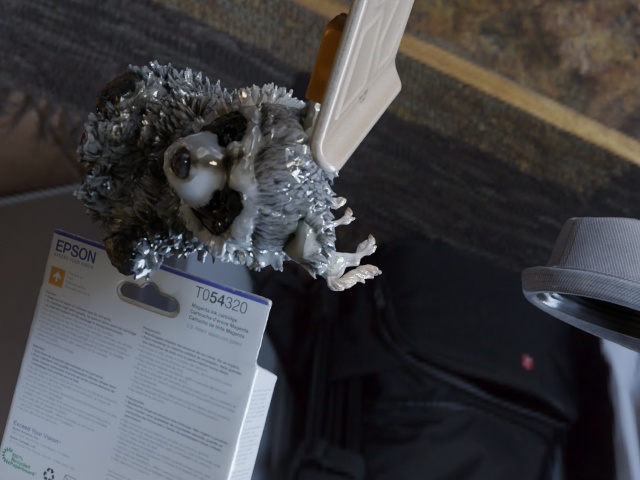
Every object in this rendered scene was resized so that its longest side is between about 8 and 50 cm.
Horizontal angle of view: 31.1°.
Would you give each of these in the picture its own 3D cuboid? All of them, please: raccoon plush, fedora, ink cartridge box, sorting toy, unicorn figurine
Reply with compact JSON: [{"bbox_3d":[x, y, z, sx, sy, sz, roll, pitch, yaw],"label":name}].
[{"bbox_3d":[-0.034,-0.092,1.200,0.299,0.446,0.216,4,109,31],"label":"raccoon plush"},{"bbox_3d":[0.380,0.048,1.393,0.275,0.124,0.243,23,168,-19],"label":"fedora"},{"bbox_3d":[-0.215,0.185,1.362,0.324,0.330,0.071,17,-176,27],"label":"ink cartridge box"},{"bbox_3d":[0.041,-0.174,0.800,0.038,0.193,0.208,19,121,10],"label":"sorting toy"},{"bbox_3d":[0.000,0.000,1.463,0.111,0.162,0.060,-33,139,-3],"label":"unicorn figurine"}]
